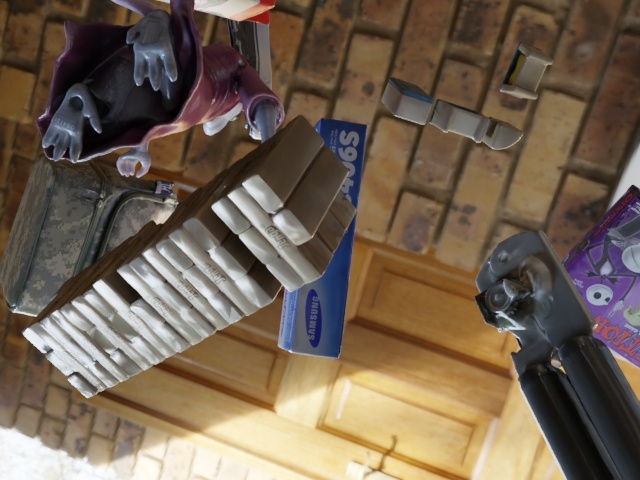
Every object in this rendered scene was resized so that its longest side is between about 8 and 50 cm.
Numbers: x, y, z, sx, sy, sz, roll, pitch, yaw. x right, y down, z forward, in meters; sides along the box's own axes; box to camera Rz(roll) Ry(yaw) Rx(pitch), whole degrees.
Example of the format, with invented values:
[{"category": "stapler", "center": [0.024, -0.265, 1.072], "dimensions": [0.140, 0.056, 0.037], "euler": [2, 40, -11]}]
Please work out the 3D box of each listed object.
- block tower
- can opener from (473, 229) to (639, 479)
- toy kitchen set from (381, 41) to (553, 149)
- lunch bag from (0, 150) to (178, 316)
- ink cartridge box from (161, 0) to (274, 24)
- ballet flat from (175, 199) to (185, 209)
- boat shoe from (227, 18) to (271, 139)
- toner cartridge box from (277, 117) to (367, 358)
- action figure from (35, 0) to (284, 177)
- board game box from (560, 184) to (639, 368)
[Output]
[{"category": "block tower", "center": [-0.119, 0.030, 0.657], "dimensions": [0.335, 0.091, 0.097], "euler": [-29, 19, 37]}, {"category": "can opener", "center": [0.203, 0.112, 0.596], "dimensions": [0.076, 0.095, 0.283], "euler": [-43, 47, 27]}, {"category": "toy kitchen set", "center": [0.229, -0.256, 1.251], "dimensions": [0.122, 0.207, 0.166], "euler": [-108, 36, -68]}, {"category": "lunch bag", "center": [-0.429, 0.001, 1.479], "dimensions": [0.213, 0.256, 0.305], "euler": [29, 101, 56]}, {"category": "ink cartridge box", "center": [-0.133, -0.355, 0.965], "dimensions": [0.231, 0.078, 0.134], "euler": [0, -93, -43]}, {"category": "ballet flat", "center": [-0.349, -0.026, 1.681], "dimensions": [0.188, 0.070, 0.070], "euler": [-32, 9, 27]}, {"category": "boat shoe", "center": [-0.152, -0.341, 1.564], "dimensions": [0.108, 0.102, 0.301], "euler": [120, 149, -72]}, {"category": "toner cartridge box", "center": [0.000, 0.000, 1.214], "dimensions": [0.165, 0.075, 0.347], "euler": [152, 126, -80]}, {"category": "action figure", "center": [-0.178, -0.193, 0.938], "dimensions": [0.370, 0.248, 0.275], "euler": [-35, -54, -68]}, {"category": "board game box", "center": [0.507, 0.098, 1.103], "dimensions": [0.208, 0.347, 0.056], "euler": [-55, 5, 34]}]
